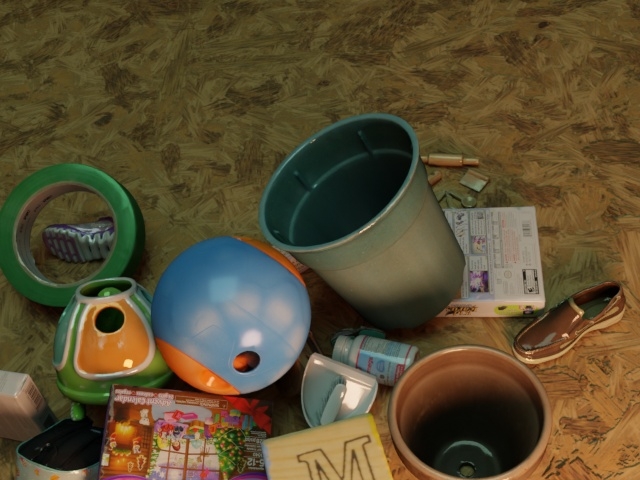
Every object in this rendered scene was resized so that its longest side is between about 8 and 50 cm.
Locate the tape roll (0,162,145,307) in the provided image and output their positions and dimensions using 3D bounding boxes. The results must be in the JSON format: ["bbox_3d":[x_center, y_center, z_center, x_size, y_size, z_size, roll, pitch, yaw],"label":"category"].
[{"bbox_3d":[-0.557,-0.009,1.867,0.321,0.077,0.321,-1,82,5],"label":"tape roll"}]

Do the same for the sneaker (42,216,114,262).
[{"bbox_3d":[-0.530,-0.011,1.969,0.236,0.095,0.104,4,42,5],"label":"sneaker"}]

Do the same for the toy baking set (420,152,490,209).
[{"bbox_3d":[0.271,-0.140,1.998,0.256,0.030,0.196,8,50,15],"label":"toy baking set"}]

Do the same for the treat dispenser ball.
[{"bbox_3d":[-0.161,0.134,1.517,0.288,0.288,0.288,-4,48,5],"label":"treat dispenser ball"}]

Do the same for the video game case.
[{"bbox_3d":[0.345,0.043,1.800,0.244,0.061,0.269,0,48,8],"label":"video game case"}]

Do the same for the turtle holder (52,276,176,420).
[{"bbox_3d":[-0.392,0.188,1.646,0.243,0.227,0.320,-2,15,13],"label":"turtle holder"}]

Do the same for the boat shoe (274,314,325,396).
[{"bbox_3d":[-0.074,0.175,1.725,0.123,0.123,0.342,1,38,-35],"label":"boat shoe"}]

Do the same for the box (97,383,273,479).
[{"bbox_3d":[-0.236,0.370,1.478,0.293,0.057,0.200,9,69,-15],"label":"box"}]

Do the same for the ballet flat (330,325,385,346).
[{"bbox_3d":[0.076,0.193,1.722,0.114,0.041,0.041,-8,47,0],"label":"ballet flat"}]

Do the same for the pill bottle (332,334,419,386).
[{"bbox_3d":[0.108,0.235,1.645,0.160,0.087,0.087,10,50,18],"label":"pill bottle"}]

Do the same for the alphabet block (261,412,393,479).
[{"bbox_3d":[0.024,0.434,1.410,0.197,0.192,0.193,-15,49,-3],"label":"alphabet block"}]

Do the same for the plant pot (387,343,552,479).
[{"bbox_3d":[0.251,0.347,1.425,0.263,0.229,0.263,-4,47,4],"label":"plant pot"}]

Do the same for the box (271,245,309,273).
[{"bbox_3d":[0.000,0.000,1.890,0.324,0.063,0.067,-29,49,-17],"label":"box"}]

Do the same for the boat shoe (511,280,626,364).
[{"bbox_3d":[0.489,0.151,1.657,0.257,0.095,0.095,-27,50,-16],"label":"boat shoe"}]

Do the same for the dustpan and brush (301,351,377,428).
[{"bbox_3d":[0.012,0.335,1.564,0.147,0.060,0.211,23,90,-11],"label":"dustpan and brush"}]

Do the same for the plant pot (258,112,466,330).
[{"bbox_3d":[0.109,-0.012,1.655,0.341,0.334,0.341,-22,40,20],"label":"plant pot"}]

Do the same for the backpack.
[{"bbox_3d":[-0.453,0.411,1.505,0.166,0.188,0.144,16,97,20],"label":"backpack"}]

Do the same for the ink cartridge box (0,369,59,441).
[{"bbox_3d":[-0.639,0.315,1.617,0.232,0.189,0.066,9,50,17],"label":"ink cartridge box"}]
